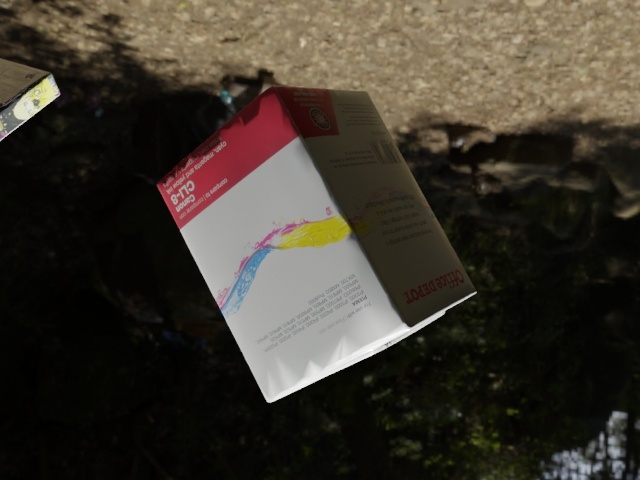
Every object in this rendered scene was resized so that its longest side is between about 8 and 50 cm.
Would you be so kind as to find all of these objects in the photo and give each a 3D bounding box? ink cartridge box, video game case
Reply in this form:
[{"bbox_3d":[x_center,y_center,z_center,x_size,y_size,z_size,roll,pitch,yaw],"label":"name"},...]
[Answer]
[{"bbox_3d":[0.000,0.000,0.555,0.127,0.176,0.128,-34,169,30],"label":"ink cartridge box"},{"bbox_3d":[-0.496,-0.173,1.027,0.232,0.210,0.042,19,141,28],"label":"video game case"}]
